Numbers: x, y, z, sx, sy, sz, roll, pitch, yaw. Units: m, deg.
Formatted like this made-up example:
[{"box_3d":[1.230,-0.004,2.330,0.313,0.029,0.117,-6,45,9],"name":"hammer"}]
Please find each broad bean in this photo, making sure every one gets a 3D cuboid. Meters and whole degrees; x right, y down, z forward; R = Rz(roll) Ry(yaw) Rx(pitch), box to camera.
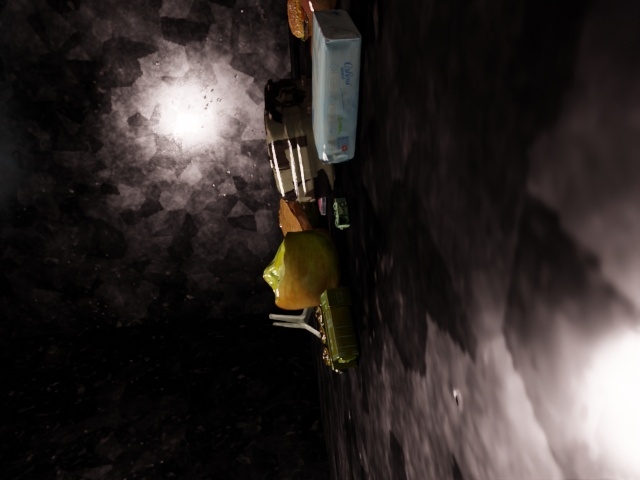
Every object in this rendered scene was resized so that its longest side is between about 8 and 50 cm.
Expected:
[{"box_3d":[-0.064,-0.072,2.124,0.291,0.119,0.238,102,160,-74],"name":"broad bean"}]

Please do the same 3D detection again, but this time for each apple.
[{"box_3d":[0.000,0.000,1.662,0.071,0.083,0.084,-48,39,43],"name":"apple"},{"box_3d":[-0.059,0.079,1.481,0.246,0.246,0.227,-109,18,-71],"name":"apple"}]

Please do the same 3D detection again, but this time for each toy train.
[{"box_3d":[0.055,-0.071,1.263,0.053,0.033,0.084,136,129,-77],"name":"toy train"},{"box_3d":[0.049,0.243,1.333,0.137,0.090,0.226,122,140,-64],"name":"toy train"}]

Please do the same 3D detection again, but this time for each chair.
[{"box_3d":[-0.061,0.315,2.034,0.203,0.274,0.191,80,-156,-67],"name":"chair"}]

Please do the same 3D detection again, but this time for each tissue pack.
[{"box_3d":[0.030,-0.315,1.010,0.177,0.089,0.263,-102,11,-48],"name":"tissue pack"}]

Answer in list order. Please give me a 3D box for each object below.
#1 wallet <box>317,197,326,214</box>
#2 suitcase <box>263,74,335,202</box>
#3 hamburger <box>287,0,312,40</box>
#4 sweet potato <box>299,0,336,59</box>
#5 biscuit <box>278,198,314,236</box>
[{"box_3d":[0.004,-0.219,1.746,0.119,0.025,0.232,-101,8,-54],"name":"wallet"},{"box_3d":[-0.053,-0.273,1.424,0.352,0.193,0.339,-99,0,-51],"name":"suitcase"},{"box_3d":[-0.068,-0.770,1.670,0.137,0.087,0.166,-109,15,-71],"name":"hamburger"},{"box_3d":[-0.006,-0.556,1.124,0.109,0.109,0.386,-101,2,-51],"name":"sweet potato"},{"box_3d":[-0.072,0.031,1.925,0.385,0.062,0.365,61,163,17],"name":"biscuit"}]
